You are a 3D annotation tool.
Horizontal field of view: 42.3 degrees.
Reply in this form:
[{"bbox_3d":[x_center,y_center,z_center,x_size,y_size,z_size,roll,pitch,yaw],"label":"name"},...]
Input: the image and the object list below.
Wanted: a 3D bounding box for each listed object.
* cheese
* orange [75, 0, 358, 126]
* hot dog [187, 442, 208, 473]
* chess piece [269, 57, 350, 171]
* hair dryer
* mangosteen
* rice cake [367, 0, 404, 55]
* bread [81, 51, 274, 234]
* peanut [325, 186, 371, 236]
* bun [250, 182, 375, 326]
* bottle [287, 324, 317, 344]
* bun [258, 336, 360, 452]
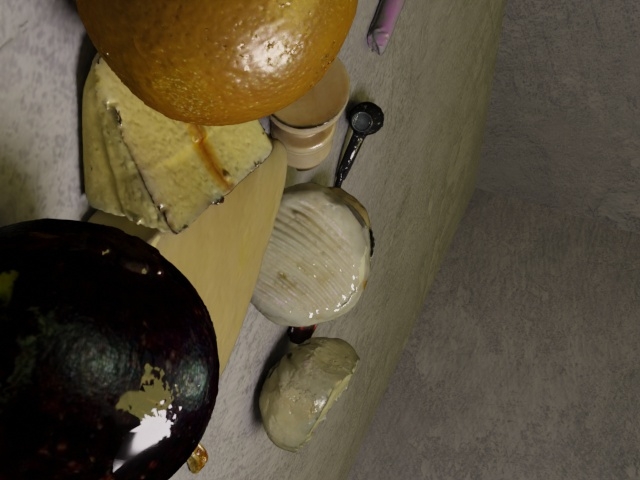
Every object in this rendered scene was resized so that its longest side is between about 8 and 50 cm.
[{"bbox_3d":[-0.174,0.057,1.113,0.384,0.104,0.384,18,90,-74],"label":"cheese"},{"bbox_3d":[-0.092,-0.245,0.779,0.274,0.274,0.274,18,90,-74],"label":"orange"},{"bbox_3d":[-0.213,0.380,1.445,0.090,0.034,0.030,88,25,-47],"label":"hot dog"},{"bbox_3d":[-0.028,-0.174,1.252,0.397,0.117,0.117,110,0,-83],"label":"chess piece"},{"bbox_3d":[0.072,-0.193,1.766,0.219,0.075,0.195,-66,175,16],"label":"hair dryer"},{"bbox_3d":[-0.230,0.121,0.726,0.288,0.287,0.288,18,90,-74],"label":"mangosteen"},{"bbox_3d":[0.155,-0.507,1.693,0.055,0.049,0.270,33,76,-59],"label":"rice cake"},{"bbox_3d":[-0.151,-0.146,0.920,0.240,0.135,0.178,-48,151,-50],"label":"bread"},{"bbox_3d":[0.009,-0.004,1.561,0.143,0.159,0.291,61,35,-15],"label":"peanut"},{"bbox_3d":[-0.025,0.021,1.369,0.141,0.239,0.239,-143,-110,-84],"label":"bun"},{"bbox_3d":[-0.026,0.143,1.777,0.060,0.060,0.164,1,107,-73],"label":"bottle"},{"bbox_3d":[-0.039,0.312,1.731,0.259,0.152,0.259,-53,172,-11],"label":"bun"}]
